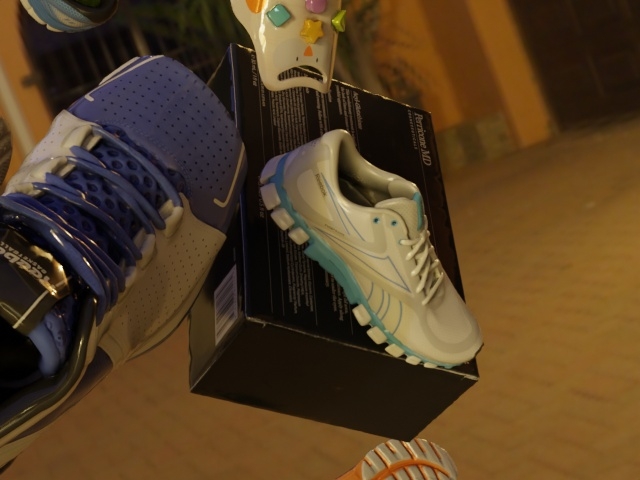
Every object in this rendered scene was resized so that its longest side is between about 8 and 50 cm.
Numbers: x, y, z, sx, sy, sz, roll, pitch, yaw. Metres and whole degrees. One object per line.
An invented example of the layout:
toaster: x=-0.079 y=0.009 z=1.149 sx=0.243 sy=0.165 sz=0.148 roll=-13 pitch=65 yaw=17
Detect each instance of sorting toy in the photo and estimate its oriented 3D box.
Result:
sorting toy: x=-0.013 y=-0.132 z=0.855 sx=0.083 sy=0.075 sz=0.045 roll=-3 pitch=7 yaw=-37

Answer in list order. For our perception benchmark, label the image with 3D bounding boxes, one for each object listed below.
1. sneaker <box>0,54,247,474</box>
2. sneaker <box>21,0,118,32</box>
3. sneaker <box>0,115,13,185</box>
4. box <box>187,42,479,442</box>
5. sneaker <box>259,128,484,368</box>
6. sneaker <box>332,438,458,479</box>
sneaker: x=-0.130 y=0.021 z=0.651 sx=0.315 sy=0.127 sz=0.182 roll=-51 pitch=5 yaw=-30
sneaker: x=-0.301 y=-0.379 z=1.450 sx=0.130 sy=0.330 sz=0.147 roll=-38 pitch=29 yaw=-22
sneaker: x=-0.360 y=-0.130 z=1.073 sx=0.124 sy=0.180 sz=0.321 roll=-41 pitch=-20 yaw=-17
box: x=0.000 y=0.000 z=0.994 sx=0.184 sy=0.261 sz=0.103 roll=15 pitch=-44 yaw=-23
sneaker: x=0.048 y=0.006 z=0.875 sx=0.083 sy=0.191 sz=0.071 roll=-34 pitch=16 yaw=42
sneaker: x=0.053 y=0.283 z=1.467 sx=0.215 sy=0.084 sz=0.083 roll=-18 pitch=-26 yaw=-23
